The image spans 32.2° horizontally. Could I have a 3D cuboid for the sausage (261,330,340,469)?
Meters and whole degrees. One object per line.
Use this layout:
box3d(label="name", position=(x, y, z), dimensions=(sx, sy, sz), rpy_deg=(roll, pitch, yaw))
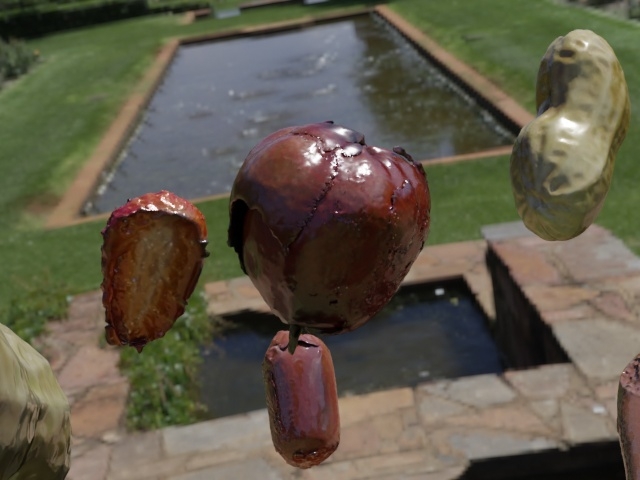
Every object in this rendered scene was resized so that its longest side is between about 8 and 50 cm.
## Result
box3d(label="sausage", position=(-0.018, 0.161, 1.126), dimensions=(0.076, 0.141, 0.076), rpy_deg=(-5, -9, -1))

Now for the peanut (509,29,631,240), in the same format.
box3d(label="peanut", position=(0.344, -0.146, 1.525), dimensions=(0.147, 0.305, 0.147), rpy_deg=(20, -15, 6))

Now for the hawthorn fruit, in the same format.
box3d(label="hawthorn fruit", position=(0.000, 0.000, 0.811), dimensions=(0.148, 0.172, 0.148), rpy_deg=(16, 10, -3))

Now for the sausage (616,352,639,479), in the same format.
box3d(label="sausage", position=(0.186, 0.124, 0.597), dimensions=(0.043, 0.043, 0.186), rpy_deg=(-6, 37, 12))

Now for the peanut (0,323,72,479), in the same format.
box3d(label="peanut", position=(-0.214, 0.092, 0.624), dimensions=(0.120, 0.136, 0.298), rpy_deg=(-28, -15, -12))

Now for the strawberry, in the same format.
box3d(label="strawberry", position=(-0.197, 0.027, 1.231), dimensions=(0.121, 0.188, 0.082), rpy_deg=(12, 26, -23))
